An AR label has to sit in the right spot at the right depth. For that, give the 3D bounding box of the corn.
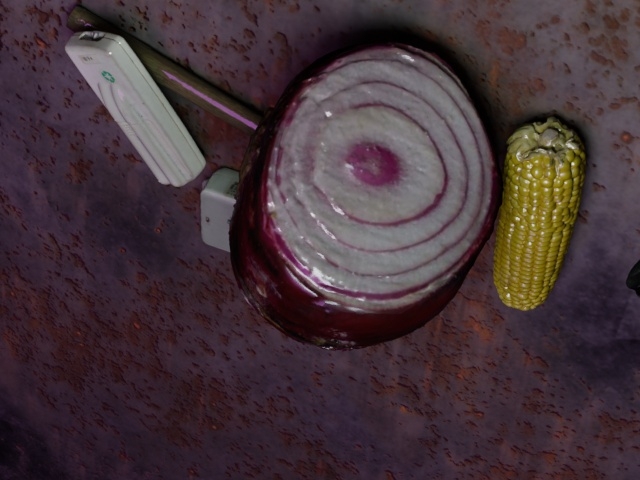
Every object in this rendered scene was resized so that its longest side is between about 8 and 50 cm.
[{"bbox_3d":[0.241,-0.025,2.151,0.091,0.091,0.260,9,138,6],"label":"corn"}]

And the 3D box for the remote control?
[{"bbox_3d":[-0.221,-0.156,2.299,0.090,0.049,0.230,12,146,43],"label":"remote control"}]

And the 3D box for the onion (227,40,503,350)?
[{"bbox_3d":[0.045,-0.035,2.108,0.282,0.336,0.260,15,162,-6],"label":"onion"}]

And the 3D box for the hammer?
[{"bbox_3d":[-0.141,-0.175,2.275,0.365,0.043,0.111,30,139,4],"label":"hammer"}]

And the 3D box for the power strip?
[{"bbox_3d":[0.000,0.000,2.339,0.338,0.058,0.098,18,135,15],"label":"power strip"}]

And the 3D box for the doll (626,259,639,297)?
[{"bbox_3d":[0.461,0.102,2.118,0.257,0.117,0.182,47,130,-12],"label":"doll"}]
